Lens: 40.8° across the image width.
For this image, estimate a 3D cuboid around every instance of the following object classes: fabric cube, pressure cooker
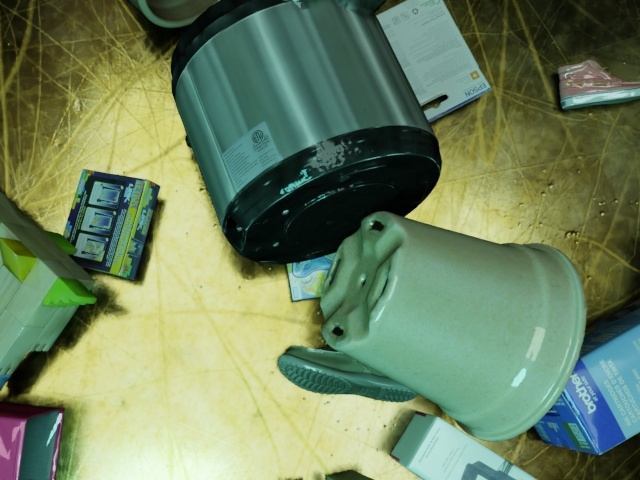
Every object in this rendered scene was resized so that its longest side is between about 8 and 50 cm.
[{"bbox_3d":[-0.565,0.379,1.324,0.258,0.254,0.259,6,82,-4],"label":"fabric cube"},{"bbox_3d":[-0.037,-0.218,1.376,0.370,0.375,0.420,-21,70,-7],"label":"pressure cooker"}]

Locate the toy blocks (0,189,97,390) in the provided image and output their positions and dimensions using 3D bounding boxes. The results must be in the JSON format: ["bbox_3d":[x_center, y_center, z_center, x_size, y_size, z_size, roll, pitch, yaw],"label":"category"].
[{"bbox_3d":[-0.554,0.079,1.398,0.381,0.191,0.261,39,98,21],"label":"toy blocks"}]

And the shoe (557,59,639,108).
[{"bbox_3d":[0.531,-0.297,1.604,0.178,0.063,0.081,-8,88,-2],"label":"shoe"}]

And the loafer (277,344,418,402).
[{"bbox_3d":[0.049,0.217,1.492,0.251,0.094,0.087,14,57,-12],"label":"loafer"}]

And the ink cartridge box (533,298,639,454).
[{"bbox_3d":[0.486,0.220,1.427,0.396,0.270,0.151,-29,84,-8],"label":"ink cartridge box"}]

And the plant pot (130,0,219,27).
[{"bbox_3d":[-0.283,-0.539,1.497,0.229,0.263,0.263,40,81,20],"label":"plant pot"}]

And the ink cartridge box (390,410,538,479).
[{"bbox_3d":[0.252,0.391,1.433,0.237,0.172,0.100,33,81,0],"label":"ink cartridge box"}]

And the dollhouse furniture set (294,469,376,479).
[{"bbox_3d":[0.010,0.466,1.432,0.151,0.144,0.123,-8,88,-20],"label":"dollhouse furniture set"}]

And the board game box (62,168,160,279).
[{"bbox_3d":[-0.363,-0.029,1.473,0.141,0.048,0.170,11,81,23],"label":"board game box"}]

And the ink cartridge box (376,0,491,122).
[{"bbox_3d":[0.166,-0.320,1.585,0.223,0.045,0.224,-27,86,-7],"label":"ink cartridge box"}]

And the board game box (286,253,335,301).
[{"bbox_3d":[0.000,0.000,1.533,0.136,0.035,0.201,-9,83,-6],"label":"board game box"}]

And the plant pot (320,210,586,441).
[{"bbox_3d":[0.179,0.110,1.341,0.306,0.334,0.333,22,81,-23],"label":"plant pot"}]
